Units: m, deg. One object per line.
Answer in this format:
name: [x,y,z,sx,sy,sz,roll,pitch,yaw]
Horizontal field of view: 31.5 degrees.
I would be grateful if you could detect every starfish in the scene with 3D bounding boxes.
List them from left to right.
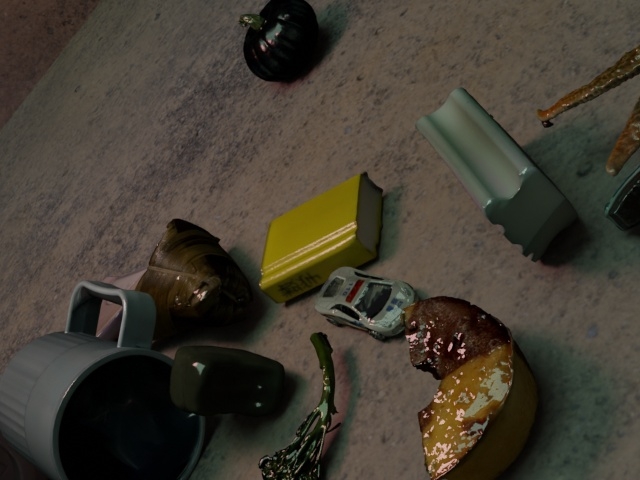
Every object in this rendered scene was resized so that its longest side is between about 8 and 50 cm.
starfish: [0.482,-0.224,1.450,0.384,0.132,0.398,-35,36,6]

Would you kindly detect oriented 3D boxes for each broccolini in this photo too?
broccolini: [-0.029,0.259,1.664,0.123,0.062,0.271,-11,52,25]

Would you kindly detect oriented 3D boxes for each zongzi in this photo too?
zongzi: [-0.257,0.133,2.018,0.288,0.134,0.286,-54,30,5]

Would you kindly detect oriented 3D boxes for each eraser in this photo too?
eraser: [-0.400,0.141,2.232,0.204,0.059,0.243,-17,34,40]
eraser: [0.000,0.000,1.893,0.226,0.069,0.158,-27,39,33]

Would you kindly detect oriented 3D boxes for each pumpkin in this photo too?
pumpkin: [-0.082,-0.424,2.379,0.194,0.150,0.194,-13,64,27]

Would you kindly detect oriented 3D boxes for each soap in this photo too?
soap: [0.251,-0.090,1.578,0.095,0.173,0.289,-43,32,10]

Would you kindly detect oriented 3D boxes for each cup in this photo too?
cup: [-0.386,0.255,1.875,0.257,0.331,0.311,-23,16,-31]

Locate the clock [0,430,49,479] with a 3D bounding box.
clock: [-0.658,0.414,2.035,0.113,0.322,0.295,23,75,52]

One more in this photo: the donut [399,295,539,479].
donut: [0.201,0.174,1.426,0.151,0.112,0.295,-33,37,20]

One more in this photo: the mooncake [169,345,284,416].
mooncake: [-0.143,0.220,1.750,0.168,0.175,0.104,61,-144,-86]

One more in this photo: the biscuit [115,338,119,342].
biscuit: [-0.389,0.212,2.201,0.082,0.016,0.092,-5,52,45]

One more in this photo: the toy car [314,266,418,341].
toy car: [0.068,0.091,1.728,0.205,0.056,0.095,12,65,56]

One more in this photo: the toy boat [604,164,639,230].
toy boat: [0.425,-0.071,1.462,0.140,0.059,0.066,-45,5,4]
